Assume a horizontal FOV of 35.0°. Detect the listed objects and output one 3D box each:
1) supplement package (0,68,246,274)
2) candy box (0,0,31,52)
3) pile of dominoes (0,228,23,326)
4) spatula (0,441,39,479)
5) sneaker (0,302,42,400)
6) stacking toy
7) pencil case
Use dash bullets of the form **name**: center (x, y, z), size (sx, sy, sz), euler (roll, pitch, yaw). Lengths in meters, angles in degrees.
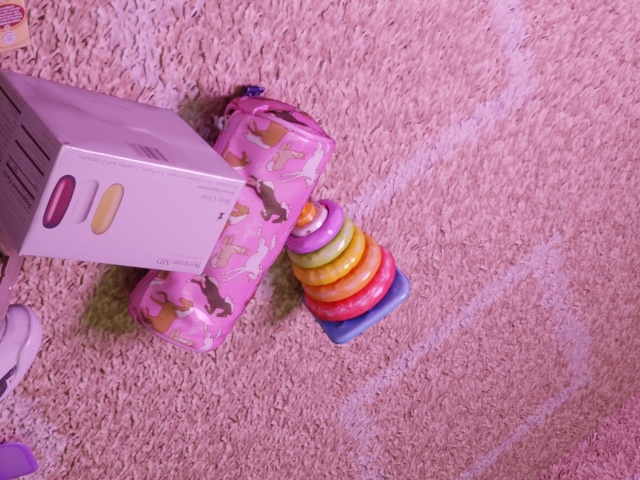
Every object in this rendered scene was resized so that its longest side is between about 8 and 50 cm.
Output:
- **supplement package**: center (-0.268, -0.080, 1.258), size (0.262, 0.204, 0.145), euler (8, 117, -43)
- **candy box**: center (-0.360, -0.305, 1.075), size (0.053, 0.109, 0.186), euler (-21, 133, -26)
- **pile of dominoes**: center (-0.446, 0.047, 1.226), size (0.040, 0.251, 0.196), euler (-8, 134, 11)
- **spatula**: center (-0.570, 0.381, 1.509), size (0.297, 0.030, 0.084), euler (-26, 134, -20)
- **sneaker**: center (-0.540, 0.151, 1.267), size (0.366, 0.137, 0.210), euler (-29, 139, -14)
- **stacking toy**: center (0.000, 0.000, 1.609), size (0.166, 0.175, 0.302), euler (-37, 125, -2)
- **pencil case**: center (-0.132, -0.022, 1.454), size (0.386, 0.167, 0.160), euler (-61, 175, 17)
